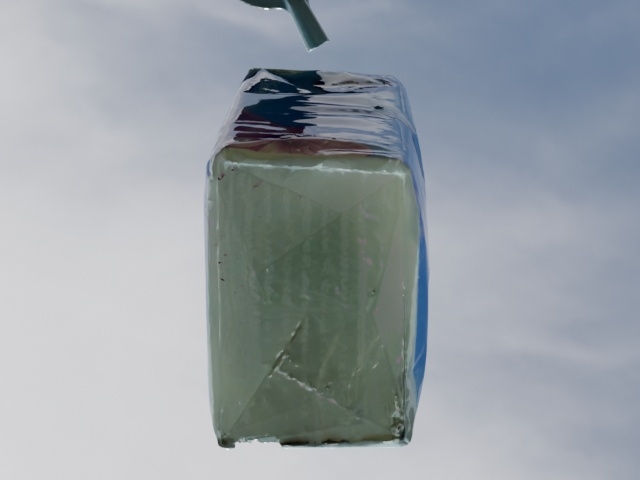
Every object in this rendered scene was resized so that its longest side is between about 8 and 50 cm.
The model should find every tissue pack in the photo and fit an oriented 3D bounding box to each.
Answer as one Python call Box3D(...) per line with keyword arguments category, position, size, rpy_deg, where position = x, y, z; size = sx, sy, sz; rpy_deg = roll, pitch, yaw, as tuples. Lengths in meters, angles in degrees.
Box3D(category="tissue pack", position=(0.000, 0.000, 0.978), size=(0.146, 0.198, 0.263), rpy_deg=(1, -163, 0))

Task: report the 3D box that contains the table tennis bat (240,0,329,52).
Box3D(category="table tennis bat", position=(-0.036, -0.224, 1.134), size=(0.100, 0.155, 0.019), rpy_deg=(-29, -169, 3))
